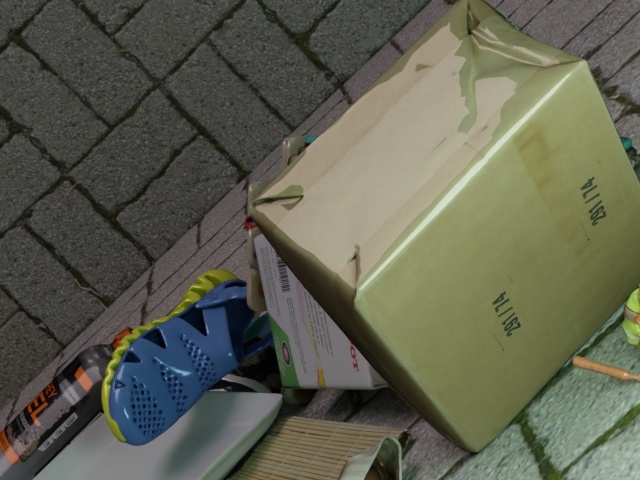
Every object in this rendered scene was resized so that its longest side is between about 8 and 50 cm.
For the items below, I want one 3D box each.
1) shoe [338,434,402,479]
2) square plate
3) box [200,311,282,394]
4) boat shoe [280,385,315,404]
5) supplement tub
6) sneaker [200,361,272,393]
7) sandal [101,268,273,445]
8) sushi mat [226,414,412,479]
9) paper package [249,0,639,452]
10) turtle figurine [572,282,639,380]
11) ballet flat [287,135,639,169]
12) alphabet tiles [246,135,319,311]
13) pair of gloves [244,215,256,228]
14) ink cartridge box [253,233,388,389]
[{"bbox_3d":[0.044,0.261,1.428,0.058,0.076,0.219,-45,9,22],"label":"shoe"},{"bbox_3d":[-0.250,0.315,1.855,0.344,0.049,0.347,-6,31,48],"label":"square plate"},{"bbox_3d":[-0.113,0.191,2.102,0.244,0.100,0.060,-33,18,43],"label":"box"},{"bbox_3d":[-0.020,0.171,1.985,0.045,0.050,0.135,-26,22,41],"label":"boat shoe"},{"bbox_3d":[-0.366,0.309,2.280,0.338,0.207,0.207,-45,12,-2],"label":"supplement tub"},{"bbox_3d":[-0.180,0.235,2.033,0.217,0.079,0.121,6,36,37],"label":"sneaker"},{"bbox_3d":[-0.162,0.147,1.904,0.138,0.126,0.317,2,39,38],"label":"sandal"},{"bbox_3d":[-0.017,0.267,1.674,0.151,0.019,0.316,-48,17,-21],"label":"sushi mat"},{"bbox_3d":[0.144,-0.009,1.370,0.309,0.325,0.168,-46,47,-6],"label":"paper package"},{"bbox_3d":[0.332,0.023,1.253,0.217,0.087,0.269,-52,14,-30],"label":"turtle figurine"},{"bbox_3d":[0.162,-0.025,1.590,0.483,0.182,0.164,-4,7,-39],"label":"ballet flat"},{"bbox_3d":[0.000,0.000,1.955,0.021,0.284,0.278,7,10,42],"label":"alphabet tiles"},{"bbox_3d":[0.014,-0.041,1.685,0.159,0.023,0.198,-12,-1,-33],"label":"pair of gloves"},{"bbox_3d":[0.035,0.070,1.743,0.117,0.201,0.278,-11,-1,-23],"label":"ink cartridge box"}]
